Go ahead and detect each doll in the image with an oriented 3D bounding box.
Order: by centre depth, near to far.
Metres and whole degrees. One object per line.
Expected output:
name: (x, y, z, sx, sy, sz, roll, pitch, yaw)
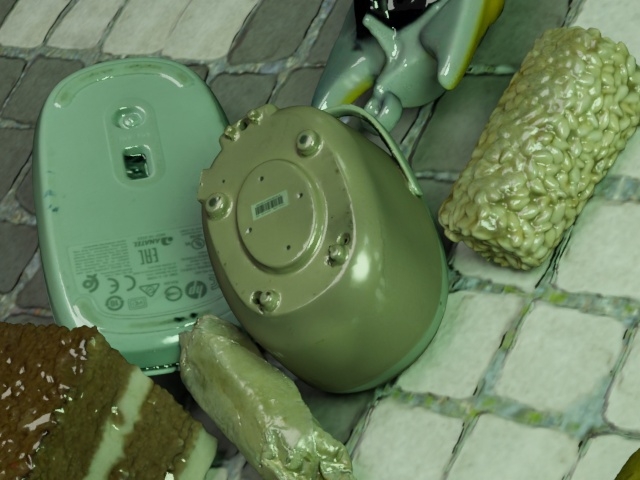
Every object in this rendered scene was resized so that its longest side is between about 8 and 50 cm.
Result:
doll: (0.082, -0.208, 1.371, 0.146, 0.103, 0.316, 2, 63, 29)

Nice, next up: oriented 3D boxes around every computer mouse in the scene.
computer mouse: (-0.128, -0.014, 1.387, 0.159, 0.097, 0.288, -9, 57, -8)

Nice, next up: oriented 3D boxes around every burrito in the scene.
burrito: (-0.037, 0.111, 1.221, 0.058, 0.045, 0.188, -45, 52, 0)

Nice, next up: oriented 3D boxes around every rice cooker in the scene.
rice cooker: (0.000, 0.000, 1.243, 0.145, 0.127, 0.206, -33, 57, 16)

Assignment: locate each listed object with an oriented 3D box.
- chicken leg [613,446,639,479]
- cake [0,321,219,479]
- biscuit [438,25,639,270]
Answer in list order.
chicken leg: (0.206, 0.132, 0.974, 0.227, 0.088, 0.103, -57, 25, -5)
cake: (-0.169, 0.144, 1.252, 0.135, 0.147, 0.135, 3, 58, 41)
biscuit: (0.145, -0.060, 1.220, 0.168, 0.070, 0.082, -56, 31, -10)
